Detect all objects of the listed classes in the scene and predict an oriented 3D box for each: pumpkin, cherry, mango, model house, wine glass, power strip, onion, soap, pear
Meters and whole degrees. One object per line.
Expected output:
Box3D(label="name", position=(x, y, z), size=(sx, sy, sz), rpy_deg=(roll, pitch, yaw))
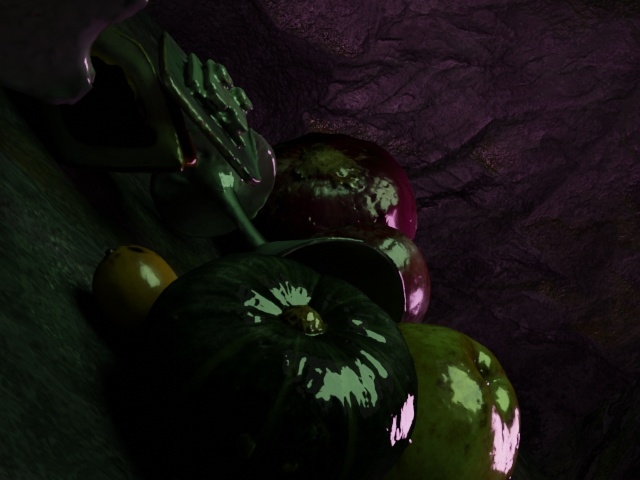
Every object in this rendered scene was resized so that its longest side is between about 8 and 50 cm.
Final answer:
Box3D(label="pumpkin", position=(-0.048, 0.150, 1.318), size=(0.300, 0.207, 0.300), rpy_deg=(22, 30, -13))
Box3D(label="cherry", position=(0.061, 0.076, 2.051), size=(0.203, 0.230, 0.300), rpy_deg=(67, 10, 13))
Box3D(label="mango", position=(-0.185, 0.074, 1.437), size=(0.178, 0.090, 0.115), rpy_deg=(50, 7, -47))
Box3D(label="model house", position=(-0.272, -0.195, 1.793), size=(0.239, 0.173, 0.268), rpy_deg=(-6, 79, -80))
Box3D(label="wine glass", position=(-0.086, 0.011, 1.845), size=(0.267, 0.267, 0.406), rpy_deg=(46, 3, -39))
Box3D(label="power strip", position=(-0.137, -0.193, 1.769), size=(0.198, 0.064, 0.213), rpy_deg=(49, 10, -27))
Box3D(label="onion", position=(0.000, 0.000, 2.341), size=(0.348, 0.347, 0.385), rpy_deg=(-122, -154, -42))
Box3D(label="soap", position=(-0.405, -0.398, 1.523), size=(0.350, 0.213, 0.435), rpy_deg=(19, 33, -36))
Box3D(label="pear", position=(0.109, 0.247, 1.660), size=(0.304, 0.304, 0.304), rpy_deg=(51, 7, -8))
